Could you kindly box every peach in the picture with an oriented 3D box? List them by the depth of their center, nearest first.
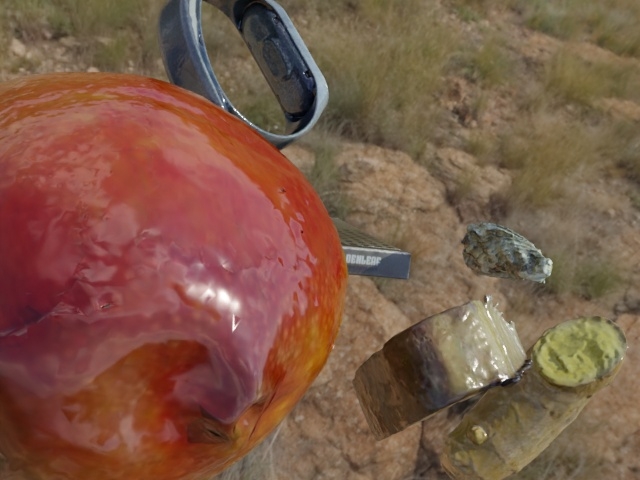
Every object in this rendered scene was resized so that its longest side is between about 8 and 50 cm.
[{"bbox_3d":[-0.151,0.030,0.479,0.372,0.290,0.373,36,13,-10],"label":"peach"}]

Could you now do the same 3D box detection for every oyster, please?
[{"bbox_3d":[0.252,0.026,0.909,0.124,0.177,0.064,25,80,8],"label":"oyster"}]

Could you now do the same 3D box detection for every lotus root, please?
[{"bbox_3d":[0.112,0.121,0.603,0.170,0.260,0.074,-30,73,8],"label":"lotus root"}]

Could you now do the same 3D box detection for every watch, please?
[{"bbox_3d":[-0.084,-0.189,0.684,0.193,0.068,0.206,-26,89,-54],"label":"watch"}]

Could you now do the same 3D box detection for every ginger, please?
[{"bbox_3d":[0.332,0.255,1.023,0.190,0.354,0.126,24,24,-45],"label":"ginger"}]

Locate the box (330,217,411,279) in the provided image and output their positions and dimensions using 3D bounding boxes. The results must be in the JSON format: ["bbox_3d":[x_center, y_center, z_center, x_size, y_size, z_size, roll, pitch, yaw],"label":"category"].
[{"bbox_3d":[-0.001,0.000,1.084,0.180,0.047,0.325,6,10,-20],"label":"box"}]
